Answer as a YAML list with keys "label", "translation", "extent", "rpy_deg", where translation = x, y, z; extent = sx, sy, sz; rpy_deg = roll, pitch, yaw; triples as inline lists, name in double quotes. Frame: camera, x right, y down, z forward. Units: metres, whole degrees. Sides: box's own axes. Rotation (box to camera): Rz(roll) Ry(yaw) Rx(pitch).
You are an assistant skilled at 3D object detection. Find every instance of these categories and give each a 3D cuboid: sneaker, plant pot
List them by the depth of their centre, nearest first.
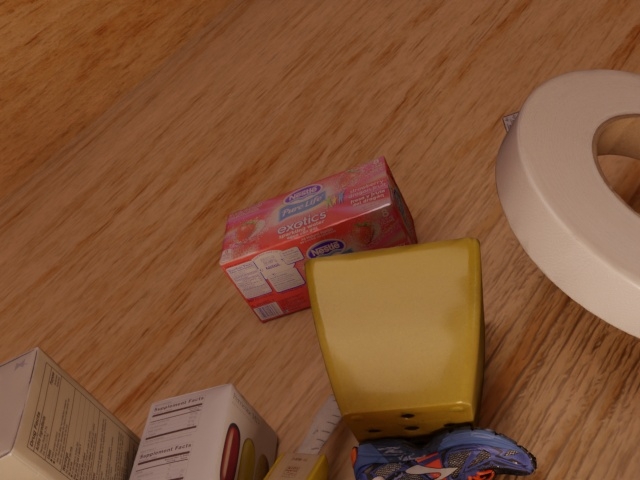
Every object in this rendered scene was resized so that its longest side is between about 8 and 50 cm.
- label: "sneaker"
  translation: [0.140, 0.275, 0.763]
  extent: [0.221, 0.083, 0.087]
  rpy_deg: [-18, 51, 26]
- label: "plant pot"
  translation: [0.105, 0.142, 0.816]
  extent: [0.212, 0.212, 0.187]
  rpy_deg: [-8, 55, 11]

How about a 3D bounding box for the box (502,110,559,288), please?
- label: "box"
  translation: [0.315, -0.061, 0.936]
  extent: [0.045, 0.184, 0.191]
  rpy_deg: [-16, 39, 17]

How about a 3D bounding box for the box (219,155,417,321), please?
- label: "box"
  translation: [0.000, 0.000, 1.108]
  extent: [0.299, 0.154, 0.142]
  rpy_deg: [-20, 37, 15]

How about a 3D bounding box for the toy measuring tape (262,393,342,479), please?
- label: "toy measuring tape"
  translation: [-0.012, 0.317, 0.816]
  extent: [0.121, 0.122, 0.330]
  rpy_deg: [-7, 19, 28]

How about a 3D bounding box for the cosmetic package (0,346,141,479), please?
- label: "cosmetic package"
  translation: [-0.314, 0.300, 0.836]
  extent: [0.113, 0.310, 0.160]
  rpy_deg: [-25, 36, 8]

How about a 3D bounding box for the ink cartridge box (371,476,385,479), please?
- label: "ink cartridge box"
  translation: [0.117, 0.385, 0.502]
  extent: [0.119, 0.207, 0.353]
  rpy_deg: [-37, 33, 1]

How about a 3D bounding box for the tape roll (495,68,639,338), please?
- label: "tape roll"
  translation: [0.402, -0.053, 0.781]
  extent: [0.391, 0.072, 0.392]
  rpy_deg: [7, 52, -9]

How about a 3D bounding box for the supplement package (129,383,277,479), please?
- label: "supplement package"
  translation: [-0.154, 0.329, 0.837]
  extent: [0.133, 0.139, 0.244]
  rpy_deg: [-17, 39, 19]
